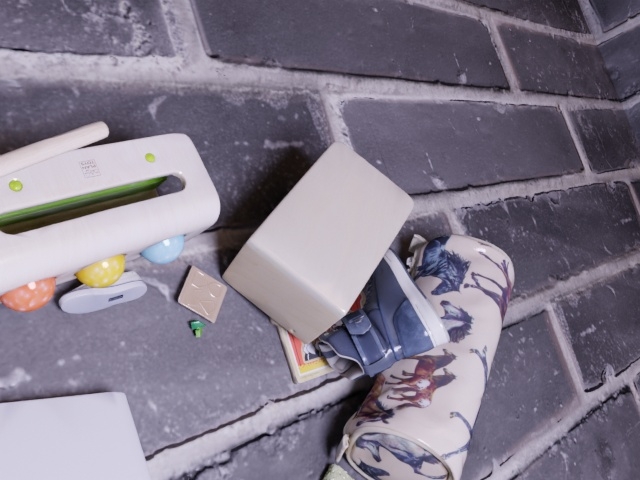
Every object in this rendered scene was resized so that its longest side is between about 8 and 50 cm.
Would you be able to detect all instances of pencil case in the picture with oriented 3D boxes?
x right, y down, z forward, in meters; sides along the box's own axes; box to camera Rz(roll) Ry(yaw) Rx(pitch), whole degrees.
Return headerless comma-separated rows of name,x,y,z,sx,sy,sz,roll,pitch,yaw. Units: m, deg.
pencil case,0.168,0.174,0.910,0.184,0.159,0.410,16,50,16

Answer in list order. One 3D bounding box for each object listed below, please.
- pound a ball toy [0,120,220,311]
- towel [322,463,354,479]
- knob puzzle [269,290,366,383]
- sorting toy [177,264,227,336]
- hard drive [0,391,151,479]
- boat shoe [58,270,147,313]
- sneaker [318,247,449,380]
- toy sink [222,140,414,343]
pound a ball toy,-0.244,-0.019,0.594,0.319,0.208,0.135,-23,88,-45
towel,0.039,0.384,0.797,0.148,0.027,0.110,52,46,-12
knob puzzle,0.006,0.095,0.891,0.213,0.030,0.213,18,61,-35
sorting toy,-0.156,0.080,0.765,0.062,0.012,0.083,39,47,-29
hard drive,-0.227,0.276,0.492,0.210,0.040,0.318,5,39,-40
boat shoe,-0.251,0.055,0.682,0.100,0.035,0.035,-14,54,-40
sneaker,0.065,0.101,0.860,0.086,0.164,0.226,60,2,-31
toy sink,0.000,0.000,0.838,0.153,0.131,0.234,38,52,-3
